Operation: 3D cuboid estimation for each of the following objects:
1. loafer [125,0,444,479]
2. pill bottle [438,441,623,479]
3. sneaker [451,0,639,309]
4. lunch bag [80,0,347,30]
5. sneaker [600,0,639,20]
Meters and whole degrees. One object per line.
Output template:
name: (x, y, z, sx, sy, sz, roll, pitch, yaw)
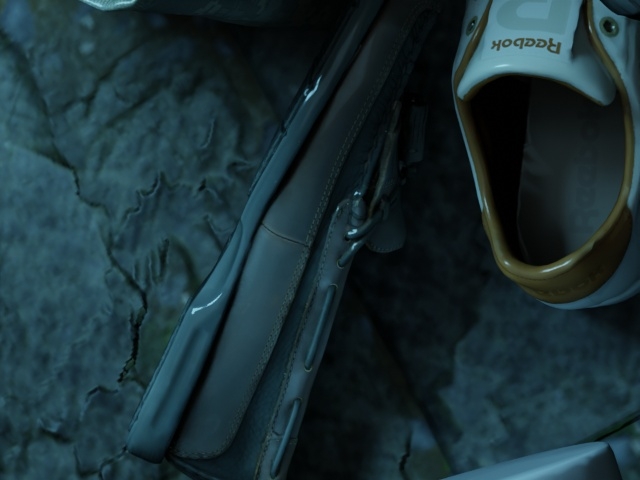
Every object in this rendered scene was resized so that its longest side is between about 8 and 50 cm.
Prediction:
loafer: (0.000, 0.000, 0.921, 0.084, 0.096, 0.267, 27, 107, -3)
pill bottle: (0.093, 0.301, 0.806, 0.229, 0.229, 0.407, -17, 85, 19)
sneaker: (0.113, -0.115, 0.853, 0.106, 0.123, 0.290, -2, 89, 21)
lunch bag: (-0.126, -0.209, 0.874, 0.287, 0.235, 0.169, 26, 102, 17)
sneaker: (0.240, -0.165, 0.798, 0.283, 0.124, 0.107, -34, 63, 10)
